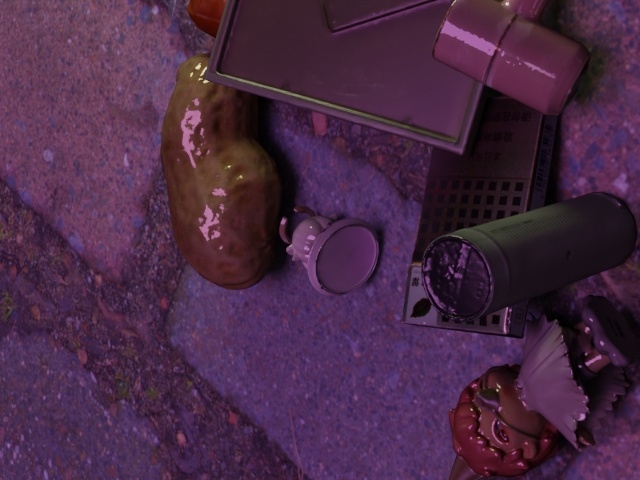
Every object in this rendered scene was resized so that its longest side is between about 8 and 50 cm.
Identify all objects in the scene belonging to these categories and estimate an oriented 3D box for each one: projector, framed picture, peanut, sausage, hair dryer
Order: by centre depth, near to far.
[{"bbox_3d":[0.264,0.014,1.623,0.108,0.337,0.108,11,107,40],"label":"projector"},{"bbox_3d":[0.302,-0.347,1.682,0.189,0.107,0.344,28,99,11],"label":"hair dryer"},{"bbox_3d":[0.059,-0.331,1.871,0.446,0.028,0.326,20,96,28],"label":"framed picture"},{"bbox_3d":[-0.108,-0.359,2.058,0.258,0.133,0.133,26,113,38],"label":"sausage"},{"bbox_3d":[-0.159,-0.112,2.114,0.192,0.169,0.387,-12,88,38],"label":"peanut"}]

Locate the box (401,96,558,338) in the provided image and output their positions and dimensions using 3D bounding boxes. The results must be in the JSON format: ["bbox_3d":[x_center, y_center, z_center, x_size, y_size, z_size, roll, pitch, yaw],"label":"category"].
[{"bbox_3d":[0.219,-0.035,1.791,0.180,0.047,0.325,4,80,42],"label":"box"}]

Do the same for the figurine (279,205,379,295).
[{"bbox_3d":[0.000,0.000,2.030,0.154,0.132,0.132,35,119,50],"label":"figurine"}]

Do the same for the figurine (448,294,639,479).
[{"bbox_3d":[0.266,0.223,1.772,0.387,0.166,0.207,-45,49,34],"label":"figurine"}]
